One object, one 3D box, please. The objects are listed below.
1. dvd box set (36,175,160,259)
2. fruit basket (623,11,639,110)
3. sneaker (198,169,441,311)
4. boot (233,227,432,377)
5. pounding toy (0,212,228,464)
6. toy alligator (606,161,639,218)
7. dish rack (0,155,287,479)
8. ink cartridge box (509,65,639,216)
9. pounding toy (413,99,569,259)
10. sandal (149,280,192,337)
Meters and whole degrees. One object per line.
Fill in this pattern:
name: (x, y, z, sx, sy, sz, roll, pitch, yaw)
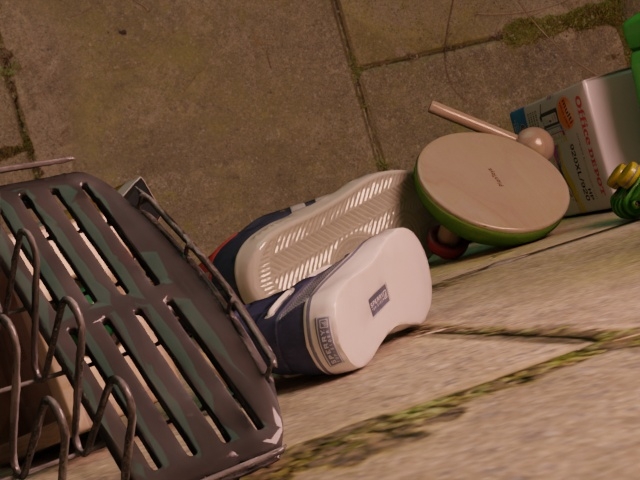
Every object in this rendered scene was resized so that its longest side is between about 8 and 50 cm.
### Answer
dvd box set: (-0.406, 0.079, 1.165, 0.421, 0.062, 0.307, -22, 20, 16)
fruit basket: (0.578, -0.238, 1.129, 0.392, 0.282, 0.392, -13, 5, 1)
sneaker: (0.000, 0.000, 1.213, 0.350, 0.131, 0.148, -17, 6, -44)
boot: (0.006, 0.039, 0.645, 0.086, 0.069, 0.190, -12, 4, 25)
pounding toy: (-0.130, 0.058, 0.577, 0.100, 0.130, 0.141, -17, -7, -44)
toy alligator: (0.331, -0.046, 1.041, 0.051, 0.056, 0.189, -58, 1, 2)
dish rack: (-0.149, 0.032, 0.341, 0.272, 0.208, 0.074, -14, -42, -34)
ink cartridge box: (0.397, -0.135, 1.383, 0.168, 0.171, 0.233, -16, 0, -13)
pounding toy: (0.195, -0.050, 1.233, 0.183, 0.110, 0.236, 13, 41, 0)
sandal: (-0.225, 0.087, 1.139, 0.120, 0.086, 0.303, -14, -1, -23)
